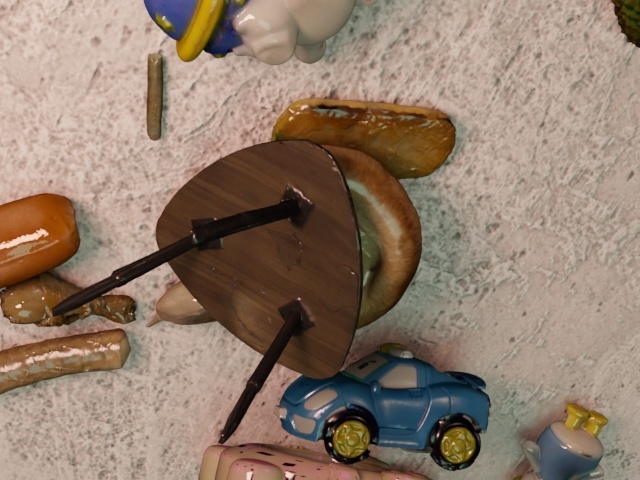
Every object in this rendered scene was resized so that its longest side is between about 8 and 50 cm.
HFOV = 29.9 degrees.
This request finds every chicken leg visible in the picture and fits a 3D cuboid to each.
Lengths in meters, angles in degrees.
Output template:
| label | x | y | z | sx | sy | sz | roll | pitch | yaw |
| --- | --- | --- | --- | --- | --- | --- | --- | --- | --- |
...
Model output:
| label | x | y | z | sx | sy | sz | roll | pitch | yaw |
| --- | --- | --- | --- | --- | --- | --- | --- | --- | --- |
| chicken leg | -0.330 | 0.081 | 1.588 | 0.198 | 0.085 | 0.069 | 8 | 100 | -35 |

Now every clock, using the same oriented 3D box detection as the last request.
| label | x | y | z | sx | sy | sz | roll | pitch | yaw |
| --- | --- | --- | --- | --- | --- | --- | --- | --- | --- |
| clock | -0.008 | 0.363 | 1.761 | 0.310 | 0.284 | 0.114 | 13 | 85 | -17 |

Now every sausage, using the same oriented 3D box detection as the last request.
| label | x | y | z | sx | sy | sz | roll | pitch | yaw |
| --- | --- | --- | --- | --- | --- | --- | --- | --- | --- |
| sausage | -0.431 | 0.019 | 1.495 | 0.274 | 0.105 | 0.105 | -20 | 128 | 0 |

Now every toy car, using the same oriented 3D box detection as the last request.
| label | x | y | z | sx | sy | sz | roll | pitch | yaw |
| --- | --- | --- | --- | --- | --- | --- | --- | --- | --- |
| toy car | 0.091 | 0.232 | 1.748 | 0.314 | 0.198 | 0.166 | 6 | 90 | -14 |

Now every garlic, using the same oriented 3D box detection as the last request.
| label | x | y | z | sx | sy | sz | roll | pitch | yaw |
| --- | --- | --- | --- | --- | --- | --- | --- | --- | --- |
| garlic | -0.167 | 0.085 | 1.635 | 0.152 | 0.066 | 0.084 | -13 | 129 | -8 |

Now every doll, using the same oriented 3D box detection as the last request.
| label | x | y | z | sx | sy | sz | roll | pitch | yaw |
| --- | --- | --- | --- | --- | --- | --- | --- | --- | --- |
| doll | 0.384 | 0.378 | 1.974 | 0.135 | 0.098 | 0.241 | 0 | 130 | -43 |
| doll | -0.060 | -0.270 | 1.287 | 0.243 | 0.159 | 0.311 | 25 | 153 | -16 |

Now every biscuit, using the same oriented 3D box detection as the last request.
| label | x | y | z | sx | sy | sz | roll | pitch | yaw |
| --- | --- | --- | --- | --- | --- | --- | --- | --- | --- |
| biscuit | 0.057 | -0.131 | 1.560 | 0.247 | 0.029 | 0.118 | 3 | 134 | -16 |

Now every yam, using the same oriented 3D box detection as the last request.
| label | x | y | z | sx | sy | sz | roll | pitch | yaw |
| --- | --- | --- | --- | --- | --- | --- | --- | --- | --- |
| yam | -0.408 | 0.175 | 1.642 | 0.300 | 0.066 | 0.066 | -14 | 127 | -4 |
| yam | -0.202 | -0.174 | 1.467 | 0.021 | 0.021 | 0.116 | -3 | 125 | -12 |

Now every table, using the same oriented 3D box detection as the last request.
| label | x | y | z | sx | sy | sz | roll | pitch | yaw |
| --- | --- | --- | --- | --- | --- | --- | --- | --- | --- |
| table | -0.119 | 0.043 | 1.404 | 0.317 | 0.249 | 0.317 | 12 | 116 | 27 |

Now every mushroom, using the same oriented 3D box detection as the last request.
| label | x | y | z | sx | sy | sz | roll | pitch | yaw |
| --- | --- | --- | --- | --- | --- | --- | --- | --- | --- |
| mushroom | 0.000 | 0.000 | 1.564 | 0.278 | 0.146 | 0.278 | 7 | 128 | 9 |

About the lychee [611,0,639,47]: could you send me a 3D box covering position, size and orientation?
| label | x | y | z | sx | sy | sz | roll | pitch | yaw |
| --- | --- | --- | --- | --- | --- | --- | --- | --- | --- |
| lychee | 0.438 | -0.292 | 1.457 | 0.171 | 0.171 | 0.171 | -7 | 127 | -10 |
